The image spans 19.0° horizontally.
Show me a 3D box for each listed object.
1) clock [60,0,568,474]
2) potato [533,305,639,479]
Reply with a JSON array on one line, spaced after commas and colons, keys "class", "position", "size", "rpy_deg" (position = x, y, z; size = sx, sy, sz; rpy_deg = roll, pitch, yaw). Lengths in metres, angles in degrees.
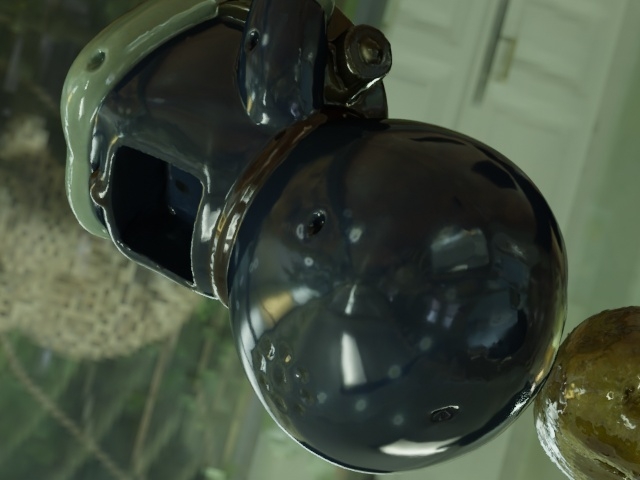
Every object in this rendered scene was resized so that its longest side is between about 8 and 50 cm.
[{"class": "clock", "position": [0.000, 0.000, 0.848], "size": [0.146, 0.200, 0.243], "rpy_deg": [-27, -128, -37]}, {"class": "potato", "position": [0.284, 0.157, 1.617], "size": [0.195, 0.176, 0.369], "rpy_deg": [-16, 163, 0]}]
